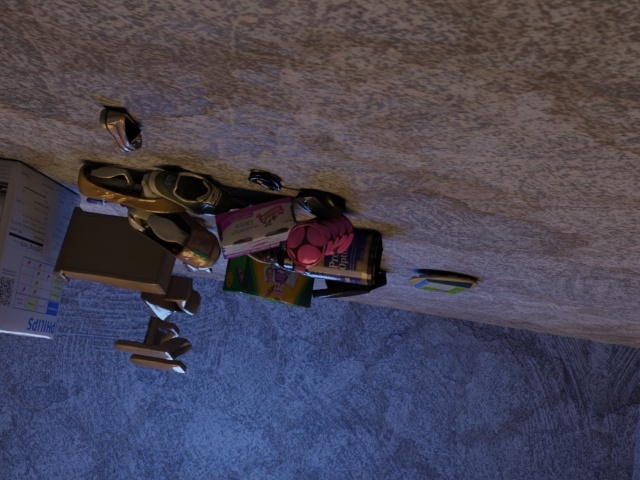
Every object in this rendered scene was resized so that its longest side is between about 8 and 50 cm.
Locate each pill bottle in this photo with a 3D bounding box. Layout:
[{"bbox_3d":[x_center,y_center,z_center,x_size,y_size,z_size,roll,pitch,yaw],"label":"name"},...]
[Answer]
[{"bbox_3d":[0.029,0.033,1.938,0.219,0.123,0.123,7,171,10],"label":"pill bottle"}]

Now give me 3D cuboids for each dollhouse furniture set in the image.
[{"bbox_3d":[-0.456,0.093,2.081,0.256,0.362,0.394,9,158,9],"label":"dollhouse furniture set"}]

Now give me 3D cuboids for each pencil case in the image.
[{"bbox_3d":[0.000,0.000,1.656,0.095,0.098,0.209,10,-169,19],"label":"pencil case"}]

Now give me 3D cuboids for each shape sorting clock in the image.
[{"bbox_3d":[0.364,0.124,2.469,0.206,0.040,0.206,8,168,2],"label":"shape sorting clock"}]

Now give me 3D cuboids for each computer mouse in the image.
[{"bbox_3d":[-0.042,-0.079,1.543,0.242,0.041,0.071,17,169,-42],"label":"computer mouse"}]

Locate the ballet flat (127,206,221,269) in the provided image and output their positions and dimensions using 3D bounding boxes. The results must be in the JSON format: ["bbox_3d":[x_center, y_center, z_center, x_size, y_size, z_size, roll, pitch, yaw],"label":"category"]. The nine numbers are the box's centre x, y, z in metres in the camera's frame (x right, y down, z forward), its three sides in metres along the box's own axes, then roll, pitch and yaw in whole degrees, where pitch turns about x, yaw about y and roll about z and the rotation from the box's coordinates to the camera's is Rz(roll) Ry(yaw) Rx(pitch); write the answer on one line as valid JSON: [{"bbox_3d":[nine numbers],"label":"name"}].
[{"bbox_3d":[-0.326,-0.042,1.698,0.316,0.108,0.106,27,-177,39],"label":"ballet flat"}]

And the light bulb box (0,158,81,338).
[{"bbox_3d":[-0.737,0.023,1.876,0.225,0.361,0.358,8,171,7],"label":"light bulb box"}]

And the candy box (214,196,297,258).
[{"bbox_3d":[-0.136,-0.023,1.746,0.159,0.071,0.233,-14,175,-8],"label":"candy box"}]

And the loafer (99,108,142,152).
[{"bbox_3d":[-0.290,-0.163,1.251,0.039,0.045,0.125,1,167,10],"label":"loafer"}]

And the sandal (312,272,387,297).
[{"bbox_3d":[0.081,0.108,2.461,0.167,0.107,0.446,-9,180,16],"label":"sandal"}]

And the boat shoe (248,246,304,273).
[{"bbox_3d":[-0.102,0.038,2.154,0.228,0.080,0.076,24,178,9],"label":"boat shoe"}]

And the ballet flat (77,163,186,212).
[{"bbox_3d":[-0.363,-0.104,1.629,0.232,0.080,0.073,7,142,-2],"label":"ballet flat"}]

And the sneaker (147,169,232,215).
[{"bbox_3d":[-0.231,-0.088,1.598,0.192,0.064,0.086,20,170,-42],"label":"sneaker"}]

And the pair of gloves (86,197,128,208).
[{"bbox_3d":[-0.466,-0.096,1.956,0.198,0.023,0.159,12,169,-27],"label":"pair of gloves"}]

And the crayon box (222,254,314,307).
[{"bbox_3d":[-0.135,0.085,2.321,0.081,0.165,0.278,1,169,43],"label":"crayon box"}]

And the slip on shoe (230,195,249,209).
[{"bbox_3d":[-0.220,-0.075,1.760,0.135,0.041,0.051,9,172,-2],"label":"slip on shoe"}]
